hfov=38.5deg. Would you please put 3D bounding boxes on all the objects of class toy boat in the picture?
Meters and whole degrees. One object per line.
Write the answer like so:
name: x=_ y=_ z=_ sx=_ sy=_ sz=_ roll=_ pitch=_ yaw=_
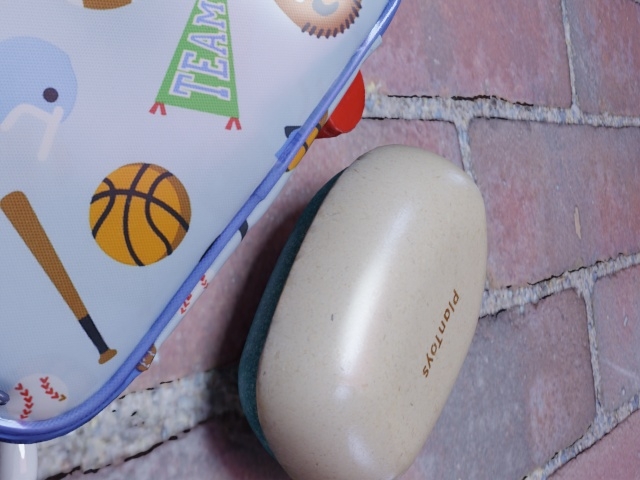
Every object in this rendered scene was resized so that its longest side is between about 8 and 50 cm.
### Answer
toy boat: x=0.000 y=0.000 z=0.613 sx=0.267 sy=0.148 sz=0.318 roll=-59 pitch=138 yaw=-33

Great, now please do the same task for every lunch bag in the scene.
lunch bag: x=-0.124 y=-0.083 z=0.357 sx=0.243 sy=0.115 sz=0.303 roll=41 pitch=78 yaw=-27

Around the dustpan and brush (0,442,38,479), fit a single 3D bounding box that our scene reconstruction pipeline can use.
dustpan and brush: x=-0.149 y=0.037 z=0.465 sx=0.147 sy=0.060 sz=0.211 roll=4 pitch=76 yaw=-41
